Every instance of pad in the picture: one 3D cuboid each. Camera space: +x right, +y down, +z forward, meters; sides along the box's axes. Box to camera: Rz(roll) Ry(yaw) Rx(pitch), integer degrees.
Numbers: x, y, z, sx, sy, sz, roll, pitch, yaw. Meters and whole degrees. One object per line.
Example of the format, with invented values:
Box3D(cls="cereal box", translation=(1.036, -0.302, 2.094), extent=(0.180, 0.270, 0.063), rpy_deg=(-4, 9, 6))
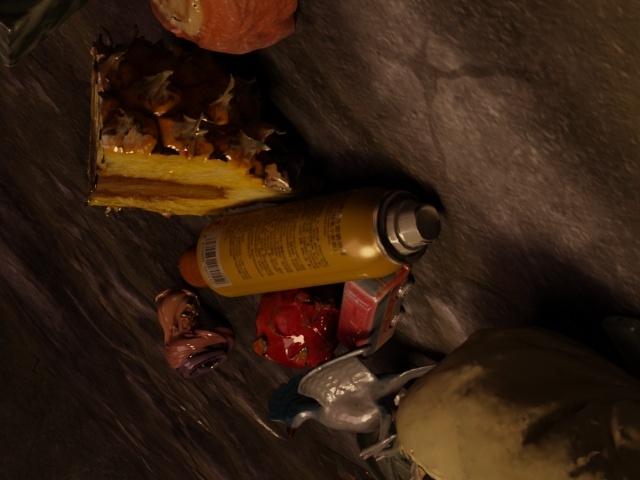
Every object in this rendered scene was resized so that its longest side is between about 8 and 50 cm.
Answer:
Box3D(cls="pad", translation=(0.068, 0.437, 2.313), extent=(0.143, 0.003, 0.211), rpy_deg=(22, 146, 47))

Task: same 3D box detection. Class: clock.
Box3D(cls="clock", translation=(0.147, 0.337, 1.964), extent=(0.226, 0.049, 0.226), rpy_deg=(38, 154, 23))

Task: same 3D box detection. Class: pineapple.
Box3D(cls="pineapple", translation=(-0.135, -0.150, 1.622), extent=(0.344, 0.286, 0.209), rpy_deg=(143, 128, -74))

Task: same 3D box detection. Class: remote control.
Box3D(cls="remote control", translation=(0.325, 0.125, 1.352), extent=(0.124, 0.018, 0.053), rpy_deg=(55, 156, -19))

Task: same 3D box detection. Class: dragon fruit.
Box3D(cls="dragon fruit", translation=(-0.031, 0.114, 1.827), extent=(0.136, 0.133, 0.166), rpy_deg=(52, 160, -14))

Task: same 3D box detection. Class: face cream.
Box3D(cls="face cream", translation=(0.000, 0.000, 1.573), extent=(0.348, 0.105, 0.105), rpy_deg=(-10, 119, 47))

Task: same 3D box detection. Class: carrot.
Box3D(cls="carrot", translation=(-0.130, 0.030, 1.967), extent=(0.069, 0.069, 0.336), rpy_deg=(55, 153, -15))

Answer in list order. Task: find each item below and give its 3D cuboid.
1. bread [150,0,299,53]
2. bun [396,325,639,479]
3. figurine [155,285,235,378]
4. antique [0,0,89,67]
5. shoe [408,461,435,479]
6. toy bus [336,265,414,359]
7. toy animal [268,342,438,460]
Box3D(cls="bread", translation=(-0.116, -0.306, 1.344), extent=(0.190, 0.123, 0.244), rpy_deg=(41, 155, 22))
Box3D(cls="bun", translation=(0.254, 0.224, 1.378), extent=(0.359, 0.211, 0.360), rpy_deg=(39, 174, 5))
Box3D(cls="figurine", translation=(-0.217, 0.150, 2.241), extent=(0.126, 0.114, 0.157), rpy_deg=(-31, 96, 32))
Box3D(cls="antique", translation=(-0.349, -0.312, 1.666), extent=(0.088, 0.183, 0.086), rpy_deg=(38, 153, 7))
Box3D(cls="shoe", translation=(0.195, 0.273, 1.711), extent=(0.137, 0.114, 0.291), rpy_deg=(34, 150, 19))
Box3D(cls="toy bus", translation=(0.064, 0.077, 1.670), extent=(0.065, 0.077, 0.192), rpy_deg=(38, 156, 16))
Box3D(cls="toy animal", translation=(0.051, 0.198, 1.746), extent=(0.239, 0.255, 0.176), rpy_deg=(38, -161, -56))
